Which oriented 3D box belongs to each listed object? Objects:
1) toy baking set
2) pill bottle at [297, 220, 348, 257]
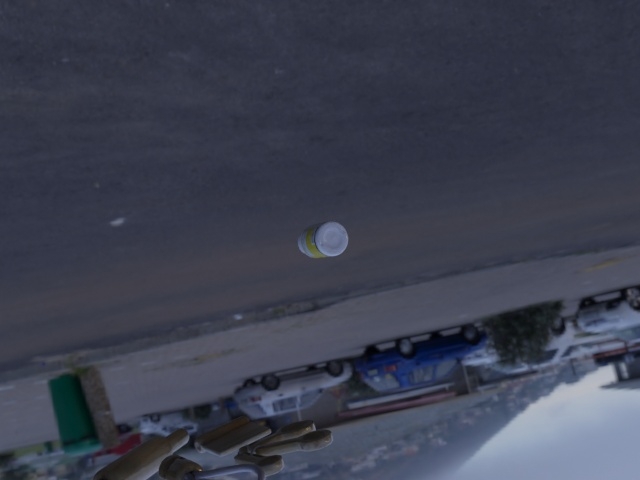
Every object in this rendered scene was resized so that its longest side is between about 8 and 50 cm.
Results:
[{"bbox_3d":[-0.103,0.187,0.616,0.197,0.030,0.256,-15,-179,27],"label":"toy baking set"},{"bbox_3d":[0.000,0.000,1.395,0.065,0.065,0.116,-6,179,-24],"label":"pill bottle"}]
